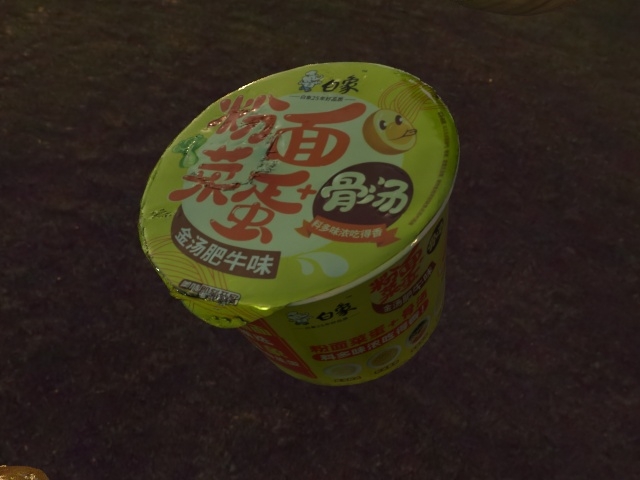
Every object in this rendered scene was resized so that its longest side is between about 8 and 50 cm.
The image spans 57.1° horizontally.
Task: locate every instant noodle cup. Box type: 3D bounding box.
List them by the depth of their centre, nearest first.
[{"bbox_3d":[0.000,0.000,0.608,0.311,0.221,0.311,-10,48,12],"label":"instant noodle cup"}]

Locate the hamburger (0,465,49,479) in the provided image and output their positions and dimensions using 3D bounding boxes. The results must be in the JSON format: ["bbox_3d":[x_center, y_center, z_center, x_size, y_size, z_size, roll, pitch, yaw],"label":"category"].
[{"bbox_3d":[-0.496,0.425,0.873,0.209,0.330,0.162,-1,81,-6],"label":"hamburger"}]

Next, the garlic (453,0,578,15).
[{"bbox_3d":[0.195,-0.348,0.524,0.317,0.317,0.259,-8,8,-26],"label":"garlic"}]
